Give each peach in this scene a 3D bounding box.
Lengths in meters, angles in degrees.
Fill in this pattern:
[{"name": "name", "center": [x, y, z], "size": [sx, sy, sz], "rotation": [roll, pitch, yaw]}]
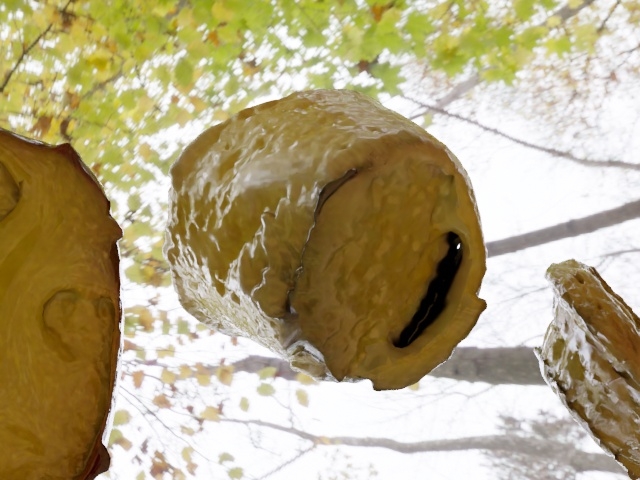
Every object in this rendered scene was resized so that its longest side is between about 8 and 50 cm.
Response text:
[{"name": "peach", "center": [-0.243, 0.085, 0.550], "size": [0.281, 0.281, 0.338], "rotation": [30, -71, -15]}]

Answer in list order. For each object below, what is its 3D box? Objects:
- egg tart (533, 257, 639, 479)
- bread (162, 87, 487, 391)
[{"name": "egg tart", "center": [0.205, 0.098, 0.626], "size": [0.191, 0.191, 0.074], "rotation": [43, -78, -12]}, {"name": "bread", "center": [0.002, -0.001, 0.628], "size": [0.197, 0.170, 0.197], "rotation": [-10, -67, -24]}]
